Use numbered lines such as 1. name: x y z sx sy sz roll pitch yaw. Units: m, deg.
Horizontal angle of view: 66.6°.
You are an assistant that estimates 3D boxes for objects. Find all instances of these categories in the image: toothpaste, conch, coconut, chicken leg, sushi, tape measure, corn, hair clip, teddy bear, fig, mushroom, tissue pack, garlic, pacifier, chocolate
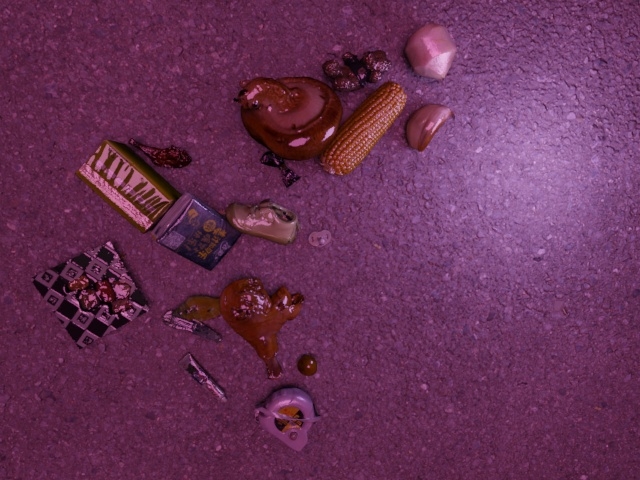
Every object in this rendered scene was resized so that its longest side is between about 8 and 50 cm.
1. toothpaste: -0.424 0.512 1.788 0.060 0.038 0.233 -42 97 -2
2. conch: -0.429 0.243 1.739 0.201 0.079 0.094 5 115 -16
3. coconut: 0.386 -0.643 1.678 0.171 0.171 0.182 -33 97 -2
4. chicken leg: -0.177 0.303 1.743 0.295 0.182 0.409 -23 107 -19
5. sushi: -0.784 0.185 1.691 0.292 0.059 0.293 -28 100 -3
6. tape measure: -0.114 0.644 1.799 0.236 0.120 0.197 39 97 -15
7. corn: 0.146 -0.380 1.696 0.144 0.144 0.387 44 87 -10
8. hair clip: -0.459 0.314 1.758 0.229 0.036 0.066 24 89 -3
9. teddy bear: 0.120 -0.575 1.670 0.252 0.129 0.181 -27 70 -19
10. fig: -0.044 0.470 1.813 0.074 0.074 0.088 -34 126 -2
11. chicken leg: -0.542 -0.295 1.654 0.205 0.053 0.093 3 141 -10
12. mushroom: -0.097 -0.414 1.582 0.346 0.259 0.345 -2 60 4
13. tissue pack: -0.612 -0.176 1.594 0.275 0.200 0.167 42 92 -10
14. garlic: 0.389 -0.422 1.730 0.207 0.115 0.128 -43 94 -3
15. pacifier: 0.000 0.000 1.761 0.083 0.064 0.068 -9 116 -5
16. tissue pack: -0.406 -0.023 1.628 0.185 0.081 0.257 -49 140 1
17. chocolate: -0.140 -0.255 1.712 0.072 0.070 0.147 -46 104 -4

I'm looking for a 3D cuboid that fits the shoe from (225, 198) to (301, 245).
1. shoe: -0.196 -0.078 1.697 0.262 0.140 0.128 25 103 -15
